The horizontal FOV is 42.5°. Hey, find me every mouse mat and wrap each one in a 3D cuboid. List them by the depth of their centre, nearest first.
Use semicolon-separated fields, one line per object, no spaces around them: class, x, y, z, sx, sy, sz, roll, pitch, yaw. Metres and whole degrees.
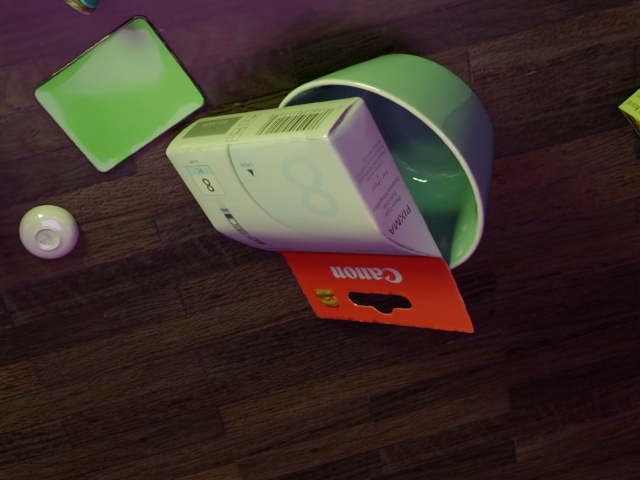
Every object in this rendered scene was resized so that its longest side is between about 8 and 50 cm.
mouse mat;-0.271;-0.195;1.119;0.189;0.007;0.153;-33;118;5

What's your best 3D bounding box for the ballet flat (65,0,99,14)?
ballet flat;-0.343;-0.371;0.985;0.079;0.077;0.222;-14;115;17

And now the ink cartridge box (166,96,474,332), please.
ink cartridge box;0.000;0.000;1.115;0.091;0.308;0.385;-50;124;-34

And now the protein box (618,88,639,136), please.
protein box;0.585;-0.184;1.178;0.201;0.200;0.136;-42;116;11

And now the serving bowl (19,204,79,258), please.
serving bowl;-0.390;-0.008;1.178;0.083;0.027;0.083;-4;118;-8

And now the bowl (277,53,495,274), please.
bowl;0.107;-0.122;1.094;0.163;0.311;0.312;-51;124;-32
